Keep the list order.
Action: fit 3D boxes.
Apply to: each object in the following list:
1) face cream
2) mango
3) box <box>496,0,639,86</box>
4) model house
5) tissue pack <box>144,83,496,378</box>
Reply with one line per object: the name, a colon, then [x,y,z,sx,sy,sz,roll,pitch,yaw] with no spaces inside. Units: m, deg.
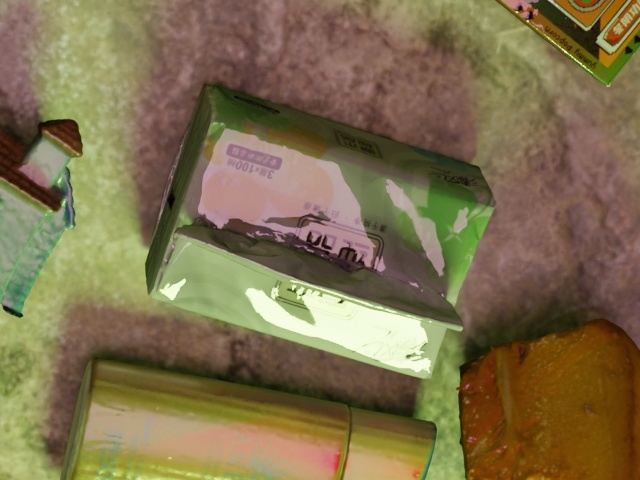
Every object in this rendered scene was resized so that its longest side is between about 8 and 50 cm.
face cream: [-0.058,0.182,1.472,0.285,0.067,0.139,11,109,-11]
mango: [0.206,0.221,1.386,0.199,0.350,0.201,-2,153,-26]
box: [0.188,-0.247,1.320,0.177,0.148,0.195,37,100,-16]
model house: [-0.240,-0.040,1.360,0.148,0.119,0.148,36,90,-15]
tissue pack: [0.000,0.000,1.378,0.229,0.145,0.159,17,105,-13]
